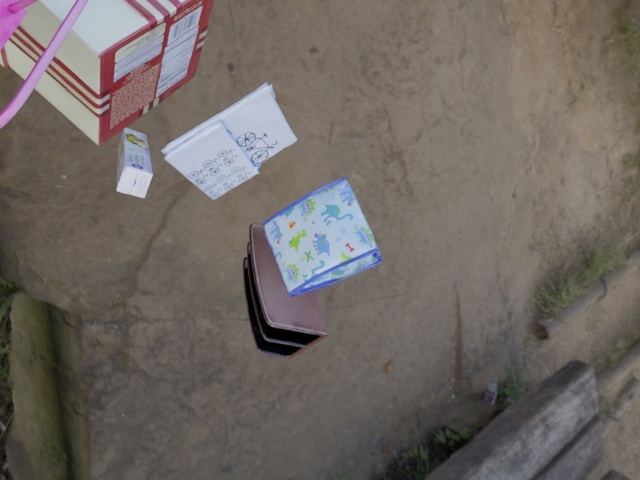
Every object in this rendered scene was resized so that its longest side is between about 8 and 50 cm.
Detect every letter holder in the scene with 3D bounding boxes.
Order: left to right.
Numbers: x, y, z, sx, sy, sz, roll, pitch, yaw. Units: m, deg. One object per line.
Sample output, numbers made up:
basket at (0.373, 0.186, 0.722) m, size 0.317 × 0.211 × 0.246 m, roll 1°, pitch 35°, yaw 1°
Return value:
letter holder at (-0.134, 0.132, 1.301) m, size 0.214 × 0.152 × 0.302 m, roll 21°, pitch 42°, yaw -42°

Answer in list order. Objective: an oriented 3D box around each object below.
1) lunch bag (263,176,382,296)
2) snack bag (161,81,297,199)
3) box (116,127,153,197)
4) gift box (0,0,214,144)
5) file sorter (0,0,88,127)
lunch bag at (0.000, 0.000, 0.747) m, size 0.151 × 0.096 × 0.129 m, roll -24°, pitch 71°, yaw 4°
snack bag at (-0.237, -0.267, 1.417) m, size 0.342 × 0.037 × 0.323 m, roll -32°, pitch 159°, yaw 1°
box at (-0.462, -0.200, 1.218) m, size 0.063 × 0.324 × 0.067 m, roll 16°, pitch 111°, yaw -28°
gift box at (-0.314, -0.344, 0.685) m, size 0.258 × 0.276 × 0.255 m, roll 41°, pitch 55°, yaw -4°
file sorter at (-0.331, -0.219, 0.321) m, size 0.291 × 0.182 × 0.202 m, roll 45°, pitch 51°, yaw -48°
